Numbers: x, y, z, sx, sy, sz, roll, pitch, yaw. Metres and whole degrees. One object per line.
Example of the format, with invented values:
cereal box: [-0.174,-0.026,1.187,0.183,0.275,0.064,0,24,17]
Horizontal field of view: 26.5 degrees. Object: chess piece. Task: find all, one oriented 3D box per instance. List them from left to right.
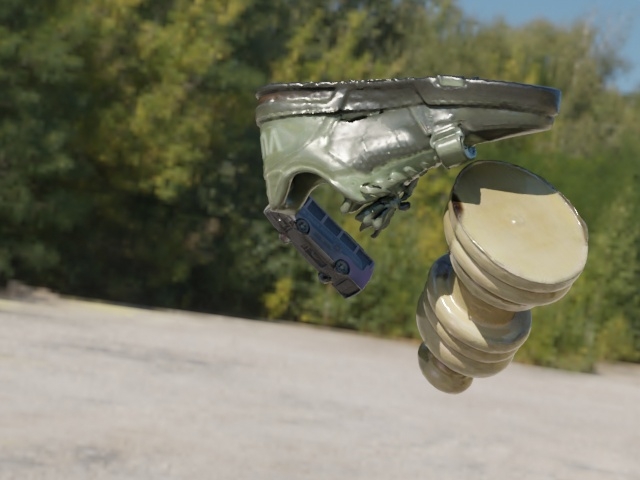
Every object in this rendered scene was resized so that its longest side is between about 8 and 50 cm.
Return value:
chess piece: [0.161,0.067,1.364,0.138,0.124,0.307,22,-36,6]

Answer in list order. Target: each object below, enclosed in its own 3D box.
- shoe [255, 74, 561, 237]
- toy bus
shoe: [0.078,-0.076,1.272,0.292,0.149,0.109,1,-2,17]
toy bus: [0.000,0.000,1.411,0.131,0.052,0.037,45,-39,-11]
